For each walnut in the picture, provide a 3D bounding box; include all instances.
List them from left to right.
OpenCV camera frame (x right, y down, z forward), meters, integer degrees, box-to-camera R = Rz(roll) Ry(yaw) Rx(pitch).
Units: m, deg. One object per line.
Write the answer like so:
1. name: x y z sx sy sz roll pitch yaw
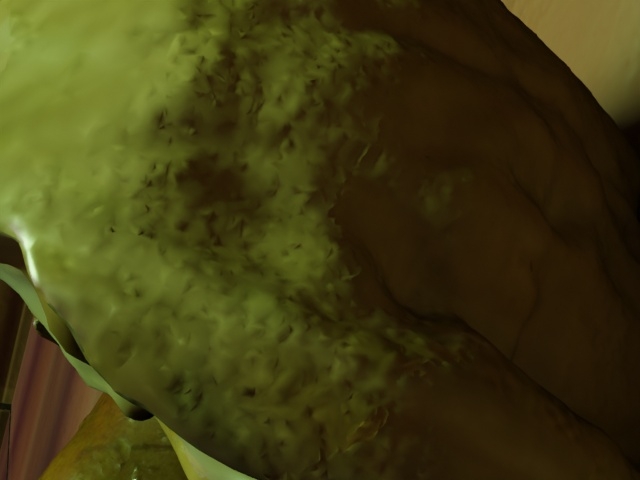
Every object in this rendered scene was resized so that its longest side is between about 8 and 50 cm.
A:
1. walnut: -0.010 -0.006 0.421 0.141 0.204 0.238 -57 16 -9

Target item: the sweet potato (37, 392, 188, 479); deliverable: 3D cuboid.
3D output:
1. sweet potato: -0.080 0.137 0.770 0.112 0.112 0.359 145 137 -72
